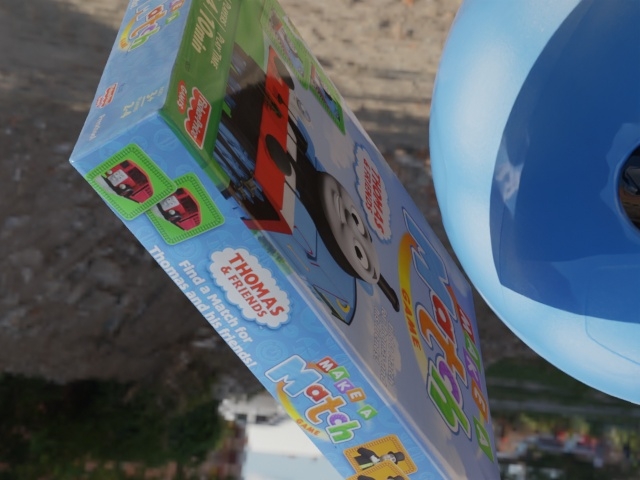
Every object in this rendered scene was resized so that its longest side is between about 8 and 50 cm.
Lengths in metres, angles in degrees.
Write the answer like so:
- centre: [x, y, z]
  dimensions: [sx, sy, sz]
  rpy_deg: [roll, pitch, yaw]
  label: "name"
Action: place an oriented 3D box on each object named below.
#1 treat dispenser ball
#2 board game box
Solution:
- centre: [0.199, -0.056, 0.601]
  dimensions: [0.288, 0.288, 0.288]
  rpy_deg: [5, 172, 1]
  label: "treat dispenser ball"
- centre: [0.000, 0.000, 0.437]
  dimensions: [0.039, 0.160, 0.211]
  rpy_deg: [-26, 121, 18]
  label: "board game box"
